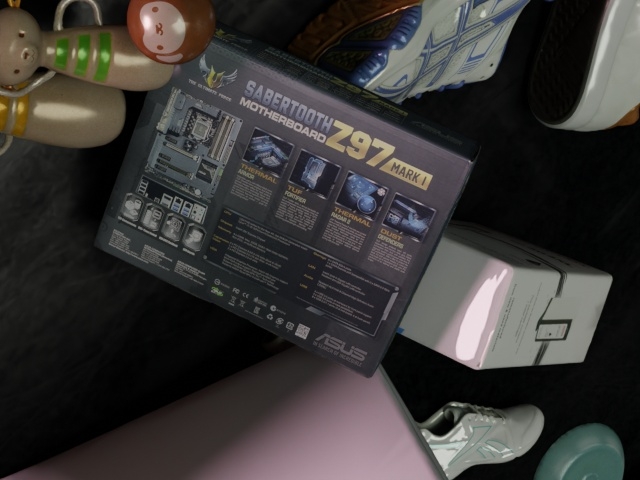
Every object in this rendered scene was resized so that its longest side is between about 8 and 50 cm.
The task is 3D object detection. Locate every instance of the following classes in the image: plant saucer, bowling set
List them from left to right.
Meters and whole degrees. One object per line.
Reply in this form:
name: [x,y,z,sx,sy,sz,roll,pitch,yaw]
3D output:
bowling set: [-0.163,-0.177,0.813,0.154,0.200,0.287,2,104,-28]
plant saucer: [0.271,0.246,1.326,0.119,0.021,0.119,-11,113,-27]

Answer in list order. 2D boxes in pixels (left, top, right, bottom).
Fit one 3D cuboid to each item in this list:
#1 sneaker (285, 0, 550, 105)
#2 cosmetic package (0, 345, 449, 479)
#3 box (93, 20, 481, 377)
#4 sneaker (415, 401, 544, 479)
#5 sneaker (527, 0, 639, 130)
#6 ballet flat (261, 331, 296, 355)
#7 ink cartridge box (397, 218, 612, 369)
sneaker: [0.081,-0.149,1.011,0.296,0.112,0.131,-44,129,-5]
cosmetic package: [-0.012,0.348,0.979,0.329,0.327,0.394,-24,120,-3]
box: [-0.027,-0.032,0.928,0.232,0.059,0.183,24,112,4]
sneaker: [0.146,0.179,1.209,0.152,0.053,0.061,-17,114,-23]
sneaker: [0.275,-0.232,1.102,0.123,0.106,0.290,2,118,-34]
ballet flat: [0.000,0.000,1.050,0.068,0.072,0.213,15,99,-3]
ink cartridge box: [0.126,0.038,1.046,0.203,0.148,0.086,5,106,-57]
